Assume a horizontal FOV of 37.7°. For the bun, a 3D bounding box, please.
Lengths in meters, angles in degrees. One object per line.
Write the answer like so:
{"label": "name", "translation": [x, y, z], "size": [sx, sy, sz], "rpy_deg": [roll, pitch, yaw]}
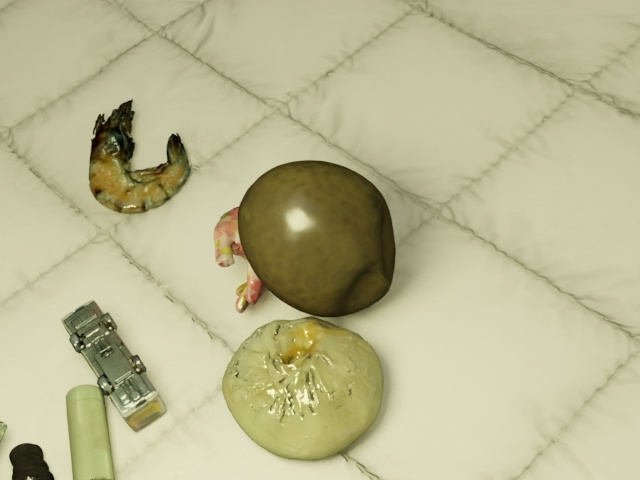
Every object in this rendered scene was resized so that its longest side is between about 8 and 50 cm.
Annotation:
{"label": "bun", "translation": [-0.030, 0.240, 1.637], "size": [0.287, 0.146, 0.287], "rpy_deg": [-5, 51, 6]}

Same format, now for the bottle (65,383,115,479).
{"label": "bottle", "translation": [-0.411, 0.356, 1.668], "size": [0.072, 0.072, 0.201], "rpy_deg": [-17, 49, -3]}

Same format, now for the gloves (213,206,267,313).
{"label": "gloves", "translation": [-0.139, 0.035, 1.836], "size": [0.126, 0.145, 0.241], "rpy_deg": [-23, 41, -6]}

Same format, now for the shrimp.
{"label": "shrimp", "translation": [-0.414, -0.199, 2.156], "size": [0.233, 0.071, 0.365], "rpy_deg": [-3, 48, -3]}

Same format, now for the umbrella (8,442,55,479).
{"label": "umbrella", "translation": [-0.462, 0.486, 1.570], "size": [0.113, 0.106, 0.358], "rpy_deg": [-18, 41, -16]}

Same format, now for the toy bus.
{"label": "toy bus", "translation": [-0.386, 0.231, 1.749], "size": [0.092, 0.106, 0.268], "rpy_deg": [-33, 53, -16]}

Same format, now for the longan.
{"label": "longan", "translation": [0.000, 0.000, 1.711], "size": [0.288, 0.350, 0.288], "rpy_deg": [-13, 60, 23]}

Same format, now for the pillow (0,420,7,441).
{"label": "pillow", "translation": [-0.713, 0.437, 1.622], "size": [0.283, 0.138, 0.310], "rpy_deg": [-3, 47, 9]}
